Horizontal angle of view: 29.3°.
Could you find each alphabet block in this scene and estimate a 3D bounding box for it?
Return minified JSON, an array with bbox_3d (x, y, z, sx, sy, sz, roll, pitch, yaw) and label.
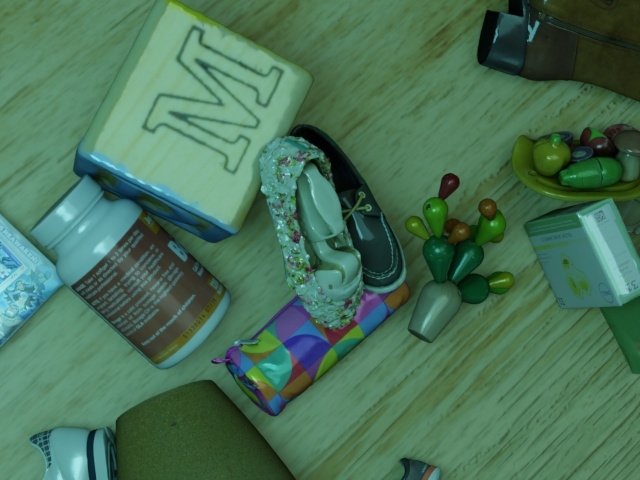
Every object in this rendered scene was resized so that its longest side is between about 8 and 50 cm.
[{"bbox_3d":[-0.147,-0.128,1.371,0.193,0.192,0.197,28,81,-11],"label":"alphabet block"}]

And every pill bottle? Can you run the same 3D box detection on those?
[{"bbox_3d":[-0.213,0.032,1.365,0.216,0.121,0.121,45,78,-14],"label":"pill bottle"}]

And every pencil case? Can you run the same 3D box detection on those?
[{"bbox_3d":[-0.007,0.102,1.432,0.236,0.104,0.104,-39,95,-14],"label":"pencil case"}]

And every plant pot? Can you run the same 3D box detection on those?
[{"bbox_3d":[-0.122,0.291,1.343,0.237,0.237,0.254,-20,76,-13],"label":"plant pot"}]

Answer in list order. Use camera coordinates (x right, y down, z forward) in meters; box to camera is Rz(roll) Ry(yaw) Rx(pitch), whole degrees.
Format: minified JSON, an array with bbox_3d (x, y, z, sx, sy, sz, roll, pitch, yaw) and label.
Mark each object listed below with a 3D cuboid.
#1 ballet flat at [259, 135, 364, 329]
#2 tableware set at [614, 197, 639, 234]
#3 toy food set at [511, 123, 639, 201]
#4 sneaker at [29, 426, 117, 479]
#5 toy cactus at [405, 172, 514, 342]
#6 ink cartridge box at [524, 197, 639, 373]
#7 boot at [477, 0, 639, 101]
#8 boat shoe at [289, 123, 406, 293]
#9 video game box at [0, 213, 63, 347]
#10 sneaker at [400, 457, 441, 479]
[{"bbox_3d":[0.000,0.000,1.304,0.091,0.077,0.241,-39,120,-29],"label":"ballet flat"},{"bbox_3d":[0.448,-0.045,1.548,0.169,0.020,0.141,30,65,25],"label":"tableware set"},{"bbox_3d":[0.346,-0.111,1.506,0.218,0.128,0.071,-2,129,-14],"label":"toy food set"},{"bbox_3d":[-0.274,0.326,1.369,0.095,0.090,0.235,-3,82,0],"label":"sneaker"},{"bbox_3d":[0.152,0.031,1.439,0.112,0.219,0.180,25,76,29],"label":"toy cactus"},{"bbox_3d":[0.344,0.068,1.474,0.056,0.171,0.235,-25,92,-13],"label":"ink cartridge box"},{"bbox_3d":[0.361,-0.308,1.518,0.281,0.096,0.264,10,100,-11],"label":"boot"},{"bbox_3d":[0.024,-0.039,1.409,0.081,0.068,0.227,-29,60,-7],"label":"boat shoe"},{"bbox_3d":[-0.421,0.039,1.368,0.205,0.048,0.187,45,80,-6],"label":"video game box"},{"bbox_3d":[0.088,0.333,1.465,0.065,0.061,0.158,24,79,17],"label":"sneaker"}]
